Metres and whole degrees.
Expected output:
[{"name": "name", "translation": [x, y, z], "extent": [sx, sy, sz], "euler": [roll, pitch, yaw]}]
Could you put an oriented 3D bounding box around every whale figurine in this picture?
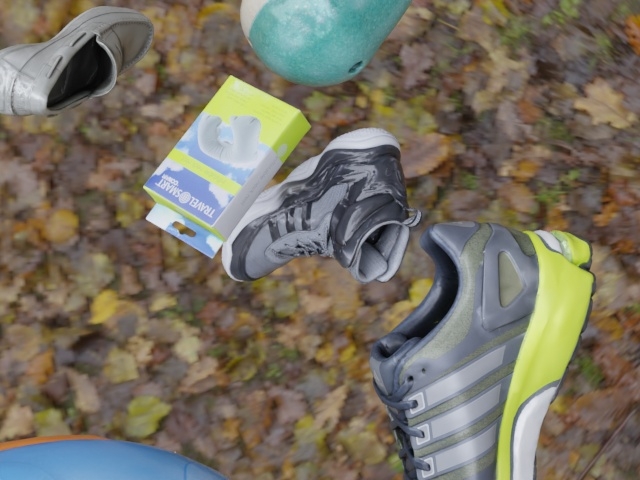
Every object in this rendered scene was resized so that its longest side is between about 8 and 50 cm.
[{"name": "whale figurine", "translation": [0.048, -0.271, 1.577], "extent": [0.272, 0.216, 0.141], "euler": [-29, 73, -5]}]

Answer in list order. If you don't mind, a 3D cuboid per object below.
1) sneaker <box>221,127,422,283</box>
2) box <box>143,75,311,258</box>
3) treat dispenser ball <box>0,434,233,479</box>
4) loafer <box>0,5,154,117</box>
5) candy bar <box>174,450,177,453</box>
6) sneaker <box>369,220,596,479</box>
[{"name": "sneaker", "translation": [0.000, 0.000, 1.628], "extent": [0.268, 0.101, 0.153], "euler": [-39, 55, 24]}, {"name": "box", "translation": [-0.105, -0.080, 1.509], "extent": [0.109, 0.042, 0.178], "euler": [29, 77, 32]}, {"name": "treat dispenser ball", "translation": [-0.123, 0.239, 0.688], "extent": [0.288, 0.288, 0.288], "euler": [1, 92, 19]}, {"name": "loafer", "translation": [-0.307, -0.228, 1.855], "extent": [0.111, 0.319, 0.112], "euler": [21, 123, 21]}, {"name": "candy bar", "translation": [-0.124, 0.251, 1.157], "extent": [0.040, 0.018, 0.161], "euler": [34, 116, 42]}, {"name": "sneaker", "translation": [0.082, 0.123, 0.960], "extent": [0.121, 0.111, 0.300], "euler": [18, 84, -14]}]
